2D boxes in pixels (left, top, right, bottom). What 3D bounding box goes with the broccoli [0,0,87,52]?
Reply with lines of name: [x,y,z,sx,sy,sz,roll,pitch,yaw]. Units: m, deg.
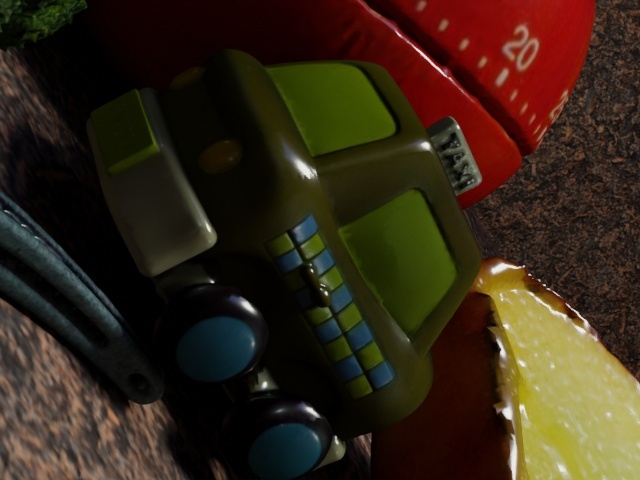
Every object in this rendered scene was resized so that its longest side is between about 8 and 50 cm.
broccoli: [-0.165,-0.226,0.515,0.283,0.303,0.321,16,10,-26]

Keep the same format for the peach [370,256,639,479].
peach: [0.132,0.194,0.957,0.258,0.201,0.361,-20,78,-53]

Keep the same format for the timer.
timer: [0.001,-0.177,0.964,0.378,0.279,0.378,36,2,-1]

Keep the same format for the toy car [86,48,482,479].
toy car: [0.000,0.000,0.776,0.248,0.198,0.204,62,1,-37]

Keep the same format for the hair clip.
hair clip: [-0.137,0.008,0.598,0.083,0.048,0.275,63,9,31]
